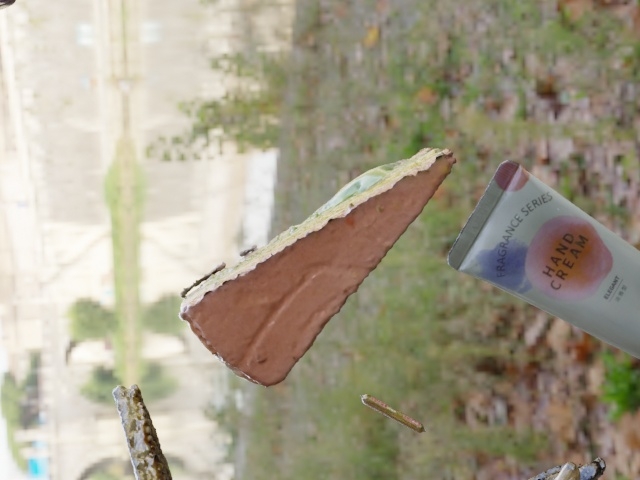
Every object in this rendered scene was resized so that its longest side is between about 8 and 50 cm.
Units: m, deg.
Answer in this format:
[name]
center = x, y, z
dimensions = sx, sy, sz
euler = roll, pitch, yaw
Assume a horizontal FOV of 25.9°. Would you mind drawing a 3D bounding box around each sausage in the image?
[sausage]
center = 0.097, 0.233, 1.870
dimensions = 0.015, 0.100, 0.015
euler = -61, -5, -8

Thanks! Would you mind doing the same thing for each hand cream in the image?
[hand cream]
center = 0.300, 0.052, 1.424
dimensions = 0.124, 0.340, 0.078
euler = -60, 11, 2

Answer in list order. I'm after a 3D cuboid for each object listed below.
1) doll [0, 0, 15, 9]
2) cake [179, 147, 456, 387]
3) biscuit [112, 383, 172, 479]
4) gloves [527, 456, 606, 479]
[doll]
center = -0.265, -0.231, 1.044
dimensions = 0.050, 0.190, 0.115
euler = 2, -84, -72
[cake]
center = 0.012, 0.018, 1.006
dimensions = 0.090, 0.225, 0.109
euler = 57, -176, -5
[biscuit]
center = -0.105, 0.217, 0.990
dimensions = 0.231, 0.025, 0.131
euler = -113, 9, -45
[gloves]
center = 0.207, 0.268, 1.279
dimensions = 0.129, 0.106, 0.181
euler = -84, -9, -52
